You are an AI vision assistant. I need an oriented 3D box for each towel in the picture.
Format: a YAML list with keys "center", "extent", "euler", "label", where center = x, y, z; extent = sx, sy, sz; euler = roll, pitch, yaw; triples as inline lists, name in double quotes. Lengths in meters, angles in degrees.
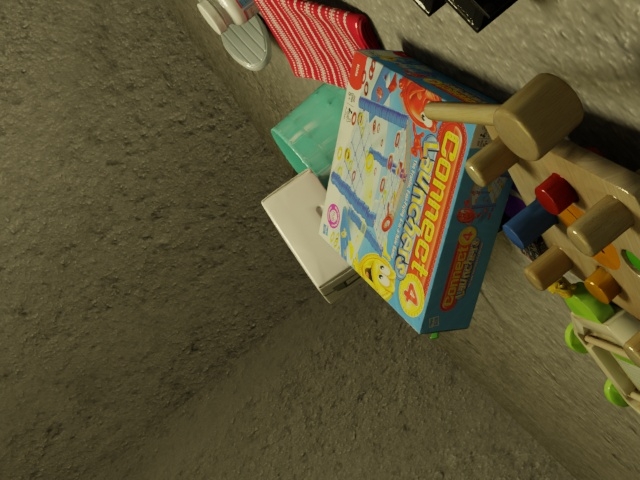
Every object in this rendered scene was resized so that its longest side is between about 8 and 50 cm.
- center: [0.010, -0.327, 1.369]
  extent: [0.275, 0.031, 0.199]
  euler: [27, 161, 40]
  label: "towel"

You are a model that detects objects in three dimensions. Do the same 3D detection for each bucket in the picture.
- center: [0.043, -0.184, 1.629]
  extent: [0.281, 0.183, 0.281]
  euler: [51, 177, 3]
  label: "bucket"

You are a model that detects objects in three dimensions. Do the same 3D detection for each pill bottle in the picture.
- center: [-0.137, -0.443, 1.435]
  extent: [0.087, 0.160, 0.087]
  euler: [51, 176, 5]
  label: "pill bottle"

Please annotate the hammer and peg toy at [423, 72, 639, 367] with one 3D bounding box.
- center: [0.267, -0.052, 0.842]
  extent: [0.361, 0.127, 0.266]
  euler: [53, 177, -32]
  label: "hammer and peg toy"

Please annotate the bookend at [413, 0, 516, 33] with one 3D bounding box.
- center: [0.130, -0.264, 0.797]
  extent: [0.156, 0.072, 0.157]
  euler: [49, 176, 9]
  label: "bookend"

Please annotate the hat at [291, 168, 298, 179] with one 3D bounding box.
- center: [0.084, -0.093, 1.983]
  extent: [0.331, 0.331, 0.134]
  euler: [49, -147, 18]
  label: "hat"

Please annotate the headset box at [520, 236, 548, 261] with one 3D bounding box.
- center: [0.336, 0.007, 1.251]
  extent: [0.062, 0.032, 0.083]
  euler: [47, 175, 47]
  label: "headset box"

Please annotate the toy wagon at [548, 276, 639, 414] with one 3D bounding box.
- center: [0.462, 0.176, 1.188]
  extent: [0.344, 0.068, 0.267]
  euler: [52, 175, -10]
  label: "toy wagon"

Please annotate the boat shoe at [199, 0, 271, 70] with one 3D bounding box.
- center: [-0.194, -0.519, 1.925]
  extent: [0.302, 0.109, 0.094]
  euler: [58, -166, 22]
  label: "boat shoe"

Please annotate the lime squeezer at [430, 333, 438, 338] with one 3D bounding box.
- center: [0.292, 0.076, 1.931]
  extent: [0.059, 0.110, 0.310]
  euler: [25, -128, -61]
  label: "lime squeezer"

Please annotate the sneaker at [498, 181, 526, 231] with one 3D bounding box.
- center: [0.234, -0.040, 1.143]
  extent: [0.102, 0.146, 0.293]
  euler: [51, 176, -8]
  label: "sneaker"

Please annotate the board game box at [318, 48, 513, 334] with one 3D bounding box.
- center: [0.126, -0.078, 1.129]
  extent: [0.302, 0.086, 0.308]
  euler: [45, 131, 51]
  label: "board game box"

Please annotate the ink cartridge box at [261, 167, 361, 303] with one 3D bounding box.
- center: [0.000, 0.000, 1.545]
  extent: [0.198, 0.115, 0.273]
  euler: [55, 178, 11]
  label: "ink cartridge box"
